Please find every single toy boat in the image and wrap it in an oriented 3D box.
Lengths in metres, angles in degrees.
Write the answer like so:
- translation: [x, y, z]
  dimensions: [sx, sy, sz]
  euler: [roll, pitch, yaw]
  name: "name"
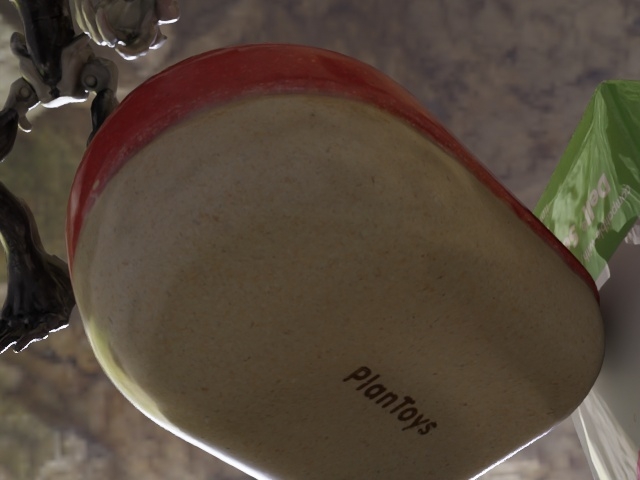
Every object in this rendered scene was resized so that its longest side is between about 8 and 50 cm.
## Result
- translation: [0.000, 0.000, 0.629]
  dimensions: [0.151, 0.231, 0.151]
  euler: [-35, -131, 14]
  name: "toy boat"

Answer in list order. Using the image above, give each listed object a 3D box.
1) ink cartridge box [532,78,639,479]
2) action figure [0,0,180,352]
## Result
- translation: [0.230, 0.104, 0.634]
  dimensions: [0.119, 0.207, 0.353]
  euler: [113, -29, -44]
  name: "ink cartridge box"
- translation: [-0.135, -0.093, 0.744]
  dimensions: [0.141, 0.164, 0.275]
  euler: [-68, 143, -75]
  name: "action figure"
